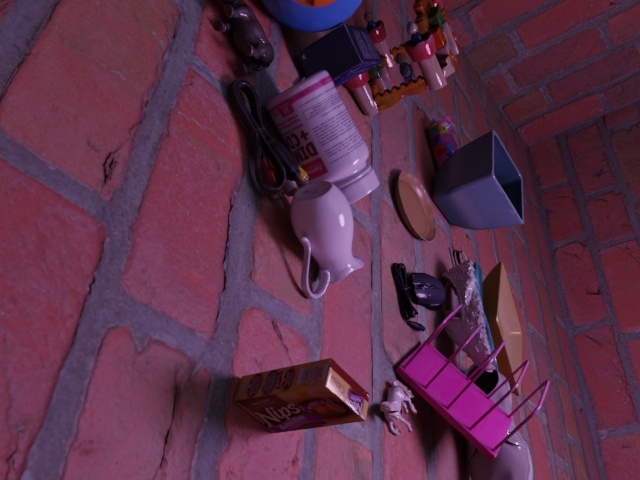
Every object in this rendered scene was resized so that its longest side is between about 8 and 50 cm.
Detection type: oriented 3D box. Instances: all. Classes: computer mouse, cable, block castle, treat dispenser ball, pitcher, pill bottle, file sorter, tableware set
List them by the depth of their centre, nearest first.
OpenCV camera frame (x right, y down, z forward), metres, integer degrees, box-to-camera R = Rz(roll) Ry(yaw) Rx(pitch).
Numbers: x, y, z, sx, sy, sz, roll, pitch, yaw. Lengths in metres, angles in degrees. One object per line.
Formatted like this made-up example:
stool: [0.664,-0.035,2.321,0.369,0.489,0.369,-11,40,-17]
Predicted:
pitcher: [0.000,0.000,1.196,0.178,0.126,0.207,-46,128,-42]
cable: [-0.128,-0.195,1.213,0.139,0.072,0.287,-36,89,-42]
pill bottle: [0.011,-0.221,1.316,0.283,0.160,0.160,60,31,-12]
file sorter: [0.373,0.321,1.398,0.291,0.182,0.202,42,25,16]
treat dispenser ball: [-0.021,-0.662,1.428,0.288,0.288,0.288,36,42,-42]
computer mouse: [0.297,0.167,1.616,0.262,0.060,0.184,28,48,-48]
block castle: [0.246,-0.606,1.812,0.212,0.303,0.453,58,31,-28]
tableware set: [0.503,0.119,1.998,0.128,0.039,0.194,24,51,-50]

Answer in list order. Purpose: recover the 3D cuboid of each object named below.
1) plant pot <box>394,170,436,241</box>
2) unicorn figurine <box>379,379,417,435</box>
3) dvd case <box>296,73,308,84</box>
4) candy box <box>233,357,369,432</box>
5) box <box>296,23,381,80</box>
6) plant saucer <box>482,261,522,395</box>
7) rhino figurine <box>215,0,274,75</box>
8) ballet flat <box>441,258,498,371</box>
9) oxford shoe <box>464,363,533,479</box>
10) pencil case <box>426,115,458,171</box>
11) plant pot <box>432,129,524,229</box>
plant pot: [0.292,-0.103,1.816,0.236,0.032,0.236,35,43,-42]
unicorn figurine: [0.167,0.372,1.288,0.111,0.060,0.162,55,16,-19]
dvd case: [-0.018,-0.366,1.513,0.119,0.013,0.087,53,33,-20]
candy box: [-0.031,0.246,0.913,0.109,0.187,0.053,48,38,-31]
box: [0.053,-0.488,1.556,0.108,0.153,0.207,63,27,-7]
plant saucer: [0.602,0.293,1.959,0.332,0.081,0.332,67,29,-24]
rhino figurine: [-0.178,-0.480,1.275,0.106,0.073,0.243,-27,93,-56]
ballet flat: [0.428,0.225,1.712,0.147,0.147,0.409,49,29,-29]
oxford shoe: [0.444,0.497,1.534,0.130,0.169,0.449,55,25,-26]
pencil case: [0.470,-0.343,2.194,0.104,0.104,0.236,16,58,-53]
plant pot: [0.537,-0.182,2.033,0.247,0.252,0.247,47,41,-31]
